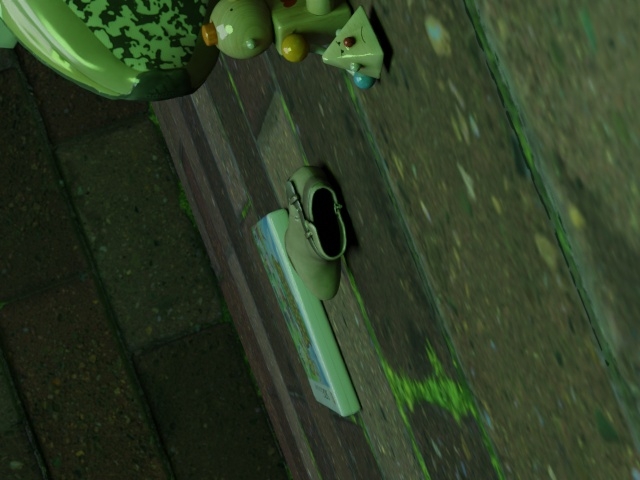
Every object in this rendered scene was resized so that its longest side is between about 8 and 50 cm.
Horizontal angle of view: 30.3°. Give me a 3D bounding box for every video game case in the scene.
[{"bbox_3d":[-0.020,0.075,1.238,0.193,0.023,0.212,159,91,-81],"label":"video game case"}]

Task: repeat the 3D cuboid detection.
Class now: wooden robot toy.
[{"bbox_3d":[-0.030,-0.134,0.634,0.076,0.079,0.173,79,167,-49],"label":"wooden robot toy"}]

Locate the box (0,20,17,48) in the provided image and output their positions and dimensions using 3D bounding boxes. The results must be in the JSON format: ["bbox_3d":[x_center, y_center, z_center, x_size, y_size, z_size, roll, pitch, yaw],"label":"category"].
[{"bbox_3d":[-0.298,-0.351,0.967,0.345,0.168,0.215,-48,58,42],"label":"box"}]

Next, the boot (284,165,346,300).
[{"bbox_3d":[0.000,0.000,0.886,0.087,0.042,0.118,-142,32,-70],"label":"boot"}]

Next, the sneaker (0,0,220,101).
[{"bbox_3d":[-0.131,-0.281,0.656,0.182,0.158,0.410,-30,72,65],"label":"sneaker"}]
